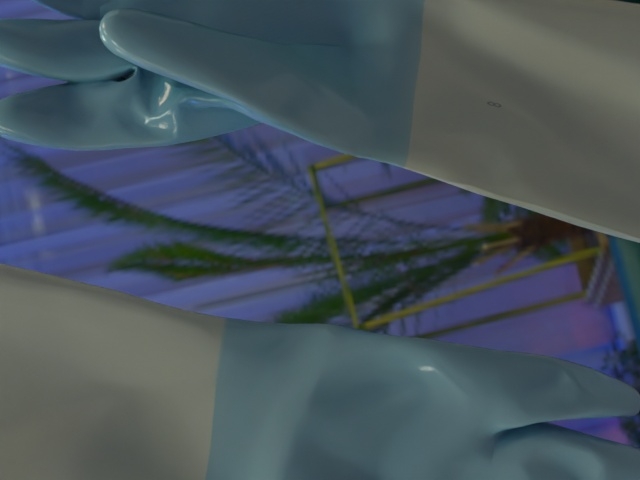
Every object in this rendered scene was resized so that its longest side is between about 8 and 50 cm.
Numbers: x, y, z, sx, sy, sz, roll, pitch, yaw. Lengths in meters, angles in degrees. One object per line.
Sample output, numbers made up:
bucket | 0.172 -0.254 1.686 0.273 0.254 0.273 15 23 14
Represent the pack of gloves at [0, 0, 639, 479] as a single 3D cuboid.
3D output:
pack of gloves | 0.000 0.000 0.360 0.046 0.232 0.195 117 161 -76
